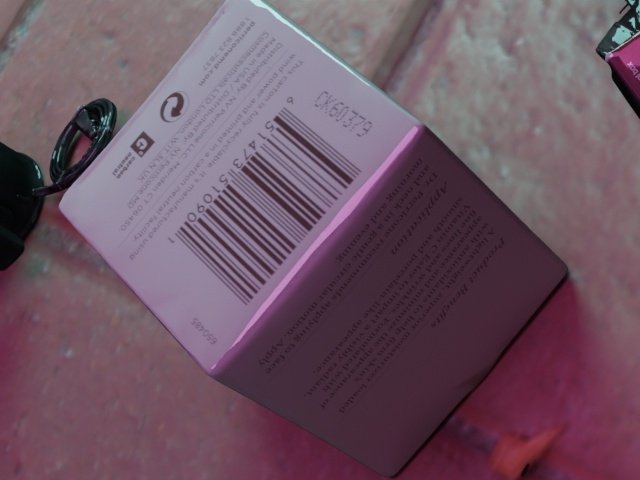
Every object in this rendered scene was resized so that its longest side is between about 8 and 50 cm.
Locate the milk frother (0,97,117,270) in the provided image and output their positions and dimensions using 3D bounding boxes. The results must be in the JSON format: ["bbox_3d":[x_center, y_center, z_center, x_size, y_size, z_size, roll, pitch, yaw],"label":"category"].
[{"bbox_3d":[-0.226,-0.067,0.984,0.129,0.135,0.143,29,83,38],"label":"milk frother"}]

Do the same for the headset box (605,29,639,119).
[{"bbox_3d":[0.277,-0.055,0.620,0.293,0.110,0.218,-36,81,12],"label":"headset box"}]

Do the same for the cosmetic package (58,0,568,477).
[{"bbox_3d":[0.000,0.000,0.772,0.151,0.183,0.151,-49,52,1],"label":"cosmetic package"}]

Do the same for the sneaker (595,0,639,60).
[{"bbox_3d":[0.208,-0.108,0.781,0.089,0.051,0.170,-53,47,5],"label":"sneaker"}]
